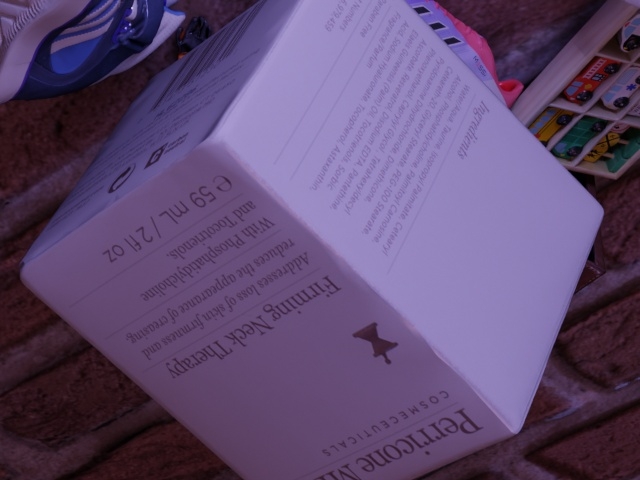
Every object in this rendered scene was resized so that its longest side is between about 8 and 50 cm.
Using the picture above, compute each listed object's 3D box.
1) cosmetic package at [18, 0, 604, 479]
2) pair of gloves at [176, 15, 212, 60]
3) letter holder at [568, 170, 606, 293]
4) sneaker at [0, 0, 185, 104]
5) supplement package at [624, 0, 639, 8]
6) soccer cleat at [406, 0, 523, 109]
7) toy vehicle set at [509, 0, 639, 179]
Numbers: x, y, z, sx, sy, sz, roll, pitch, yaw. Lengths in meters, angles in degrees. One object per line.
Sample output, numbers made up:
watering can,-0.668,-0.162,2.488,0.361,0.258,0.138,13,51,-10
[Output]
cosmetic package,0.000,0.000,1.798,0.394,0.327,0.329,44,134,-16
pair of gloves,-0.156,-0.209,1.909,0.083,0.010,0.074,9,140,-14
letter holder,0.135,0.012,2.088,0.214,0.152,0.302,27,134,-28
sneaker,-0.204,-0.256,1.735,0.236,0.130,0.323,-23,161,-45
supplement package,0.351,-0.274,1.756,0.179,0.105,0.105,18,137,-31
soccer cleat,0.119,-0.202,1.890,0.095,0.083,0.248,-41,128,-1
toy vehicle set,0.318,-0.166,1.937,0.166,0.035,0.267,9,141,-29
